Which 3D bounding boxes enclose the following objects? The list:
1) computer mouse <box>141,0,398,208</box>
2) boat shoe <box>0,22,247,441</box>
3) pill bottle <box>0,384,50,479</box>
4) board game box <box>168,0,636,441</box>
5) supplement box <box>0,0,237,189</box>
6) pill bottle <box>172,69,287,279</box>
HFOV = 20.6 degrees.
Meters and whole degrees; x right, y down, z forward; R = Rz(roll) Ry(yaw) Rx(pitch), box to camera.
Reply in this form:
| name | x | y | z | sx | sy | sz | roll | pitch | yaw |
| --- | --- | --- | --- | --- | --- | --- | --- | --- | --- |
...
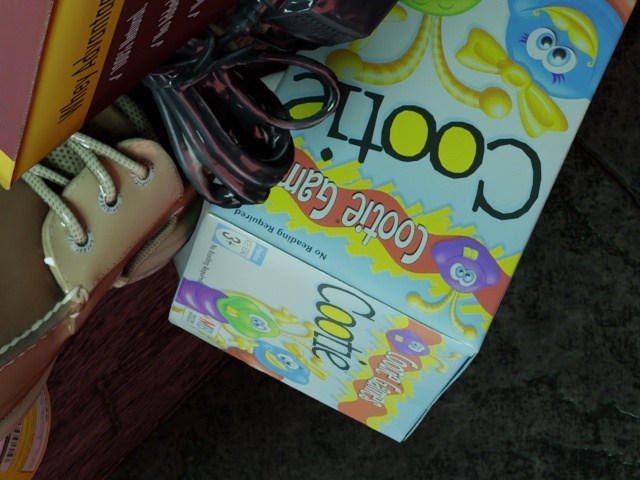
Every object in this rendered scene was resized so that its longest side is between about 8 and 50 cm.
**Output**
| name | x | y | z | sx | sy | sz | roll | pitch | yaw |
| --- | --- | --- | --- | --- | --- | --- | --- | --- | --- |
| computer mouse | 0.005 | -0.160 | 0.699 | 0.272 | 0.072 | 0.188 | -47 | 144 | -11 |
| boat shoe | -0.121 | -0.020 | 0.727 | 0.116 | 0.123 | 0.324 | -52 | -178 | 30 |
| pill bottle | -0.199 | 0.088 | 0.882 | 0.119 | 0.119 | 0.208 | -45 | 175 | -6 |
| board game box | 0.051 | -0.063 | 0.915 | 0.275 | 0.142 | 0.144 | -63 | 180 | -27 |
| supplement box | -0.024 | -0.146 | 0.330 | 0.194 | 0.129 | 0.191 | -43 | 175 | -25 |
| pill bottle | 0.000 | 0.000 | 1.331 | 0.204 | 0.204 | 0.361 | -45 | 175 | -4 |
